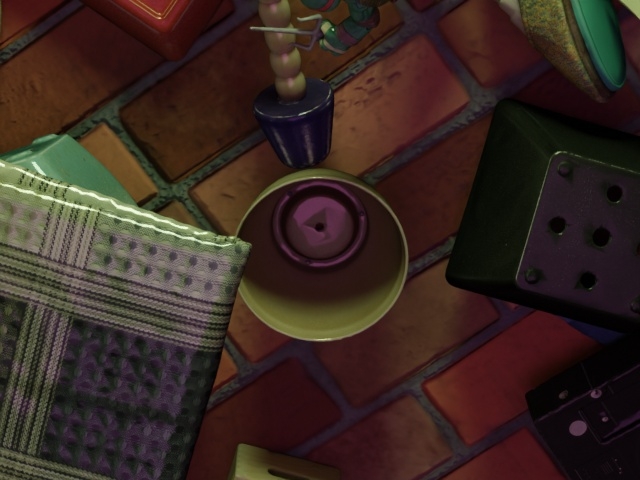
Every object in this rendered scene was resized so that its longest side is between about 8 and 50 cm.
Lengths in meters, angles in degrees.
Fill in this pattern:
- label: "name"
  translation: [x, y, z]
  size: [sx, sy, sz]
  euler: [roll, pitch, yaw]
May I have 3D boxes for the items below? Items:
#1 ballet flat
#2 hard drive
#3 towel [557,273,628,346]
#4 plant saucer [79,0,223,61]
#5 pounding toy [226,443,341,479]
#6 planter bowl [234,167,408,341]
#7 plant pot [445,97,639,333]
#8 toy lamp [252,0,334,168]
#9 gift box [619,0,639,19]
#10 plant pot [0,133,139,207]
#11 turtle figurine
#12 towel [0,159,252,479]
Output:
- label: "ballet flat"
  translation: [0.177, -0.282, 1.493]
  size: [0.123, 0.123, 0.348]
  euler: [-17, 110, 6]
- label: "hard drive"
  translation: [0.403, 0.163, 1.654]
  size: [0.339, 0.064, 0.237]
  euler: [-31, 116, 12]
- label: "towel"
  translation: [0.257, 0.052, 1.648]
  size: [0.119, 0.029, 0.067]
  euler: [33, 107, -10]
- label: "plant saucer"
  translation: [-0.166, -0.324, 1.503]
  size: [0.259, 0.047, 0.258]
  euler: [34, 106, -11]
- label: "pounding toy"
  translation: [-0.029, 0.281, 1.694]
  size: [0.141, 0.100, 0.130]
  euler: [15, 110, -5]
- label: "planter bowl"
  translation: [0.000, 0.000, 1.587]
  size: [0.162, 0.109, 0.162]
  euler: [0, 111, 0]
- label: "plant pot"
  translation: [0.238, -0.014, 1.532]
  size: [0.187, 0.167, 0.188]
  euler: [16, 95, -6]
- label: "toy lamp"
  translation: [-0.039, -0.191, 1.517]
  size: [0.080, 0.080, 0.274]
  euler: [-10, 122, 4]
- label: "gift box"
  translation: [0.440, -0.229, 1.392]
  size: [0.276, 0.258, 0.255]
  euler: [9, 118, -23]
- label: "plant pot"
  translation: [-0.271, 0.046, 1.543]
  size: [0.248, 0.247, 0.252]
  euler: [-17, 101, 6]
- label: "turtle figurine"
  translation: [0.028, -0.237, 1.429]
  size: [0.118, 0.234, 0.175]
  euler: [17, 126, 37]
- label: "towel"
  translation: [-0.251, 0.099, 1.417]
  size: [0.324, 0.056, 0.312]
  euler: [16, 100, 0]
